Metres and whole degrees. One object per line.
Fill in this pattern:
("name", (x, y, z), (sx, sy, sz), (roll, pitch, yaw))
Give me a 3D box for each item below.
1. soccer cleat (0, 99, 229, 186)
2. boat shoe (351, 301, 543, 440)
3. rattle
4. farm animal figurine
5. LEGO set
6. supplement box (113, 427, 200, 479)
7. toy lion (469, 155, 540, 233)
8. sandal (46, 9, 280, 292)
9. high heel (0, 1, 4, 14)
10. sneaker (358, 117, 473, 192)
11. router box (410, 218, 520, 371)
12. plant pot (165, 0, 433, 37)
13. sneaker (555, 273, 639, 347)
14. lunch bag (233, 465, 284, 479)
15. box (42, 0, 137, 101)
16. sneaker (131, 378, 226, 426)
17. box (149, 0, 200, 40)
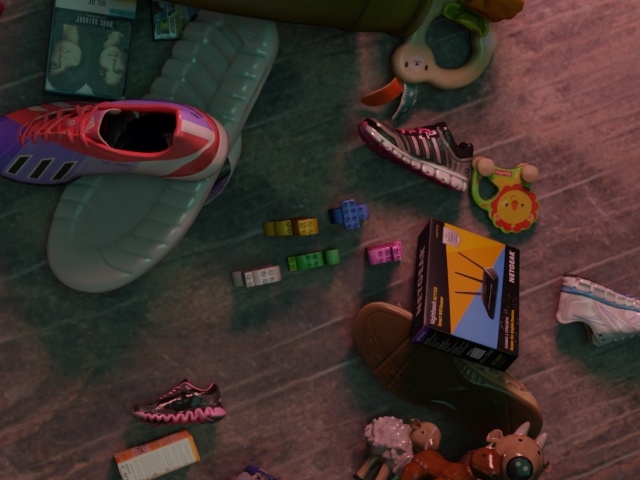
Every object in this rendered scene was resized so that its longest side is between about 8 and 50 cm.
("soccer cleat", (-0.270, -0.124, 1.623), (0.318, 0.116, 0.108), (2, 78, 19))
("boat shoe", (0.163, 0.169, 1.821), (0.285, 0.089, 0.104), (37, 110, -9))
("rattle", (0.159, -0.230, 1.770), (0.200, 0.143, 0.130), (-38, 123, -17))
("farm animal figurine", (0.237, 0.321, 1.719), (0.330, 0.327, 0.172), (38, 78, -14))
("LEGO set", (0.000, 0.000, 1.762), (0.227, 0.093, 0.087), (-11, 95, -12))
("supplement box", (-0.206, 0.271, 1.741), (0.098, 0.062, 0.036), (-20, 97, -12))
("toy lion", (0.245, -0.058, 1.851), (0.100, 0.034, 0.096), (8, 98, -13))
("sandal", (-0.171, -0.102, 1.706), (0.169, 0.102, 0.416), (35, 89, 26))
("high heel", (-0.492, -0.336, 1.656), (0.244, 0.082, 0.117), (47, 53, 2))
("sneaker", (0.129, -0.128, 1.804), (0.170, 0.063, 0.074), (26, 87, -18))
("router box", (0.188, 0.069, 1.782), (0.133, 0.046, 0.179), (18, 48, -13))
("plant pot", (-0.080, -0.404, 1.582), (0.353, 0.366, 0.366), (-6, 94, -14))
("sneaker", (0.404, 0.111, 1.881), (0.191, 0.071, 0.083), (19, 94, -5))
("lunch bag", (-0.035, 0.386, 1.730), (0.090, 0.176, 0.219), (-40, 102, -14))
("box", (-0.276, -0.296, 1.702), (0.101, 0.060, 0.244), (6, 91, -13))
("sneaker", (-0.180, 0.204, 1.760), (0.119, 0.047, 0.057), (-1, 73, -15))
("box", (-0.168, -0.321, 1.743), (0.094, 0.027, 0.137), (-4, 93, -12))
